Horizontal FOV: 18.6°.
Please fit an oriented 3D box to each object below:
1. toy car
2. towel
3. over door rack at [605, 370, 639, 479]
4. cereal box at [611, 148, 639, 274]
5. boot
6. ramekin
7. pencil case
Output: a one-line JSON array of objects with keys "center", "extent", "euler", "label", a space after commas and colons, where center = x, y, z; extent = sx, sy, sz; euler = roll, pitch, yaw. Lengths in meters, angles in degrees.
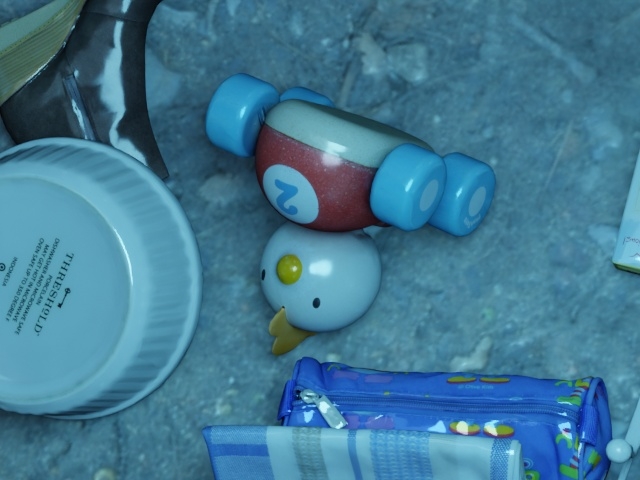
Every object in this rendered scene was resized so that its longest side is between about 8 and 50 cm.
[{"center": [0.000, 0.000, 1.767], "extent": [0.219, 0.210, 0.238], "euler": [24, 99, 26], "label": "toy car"}, {"center": [0.049, 0.242, 1.714], "extent": [0.285, 0.209, 0.034], "euler": [2, 43, 14], "label": "towel"}, {"center": [0.340, 0.264, 1.628], "extent": [0.239, 0.108, 0.324], "euler": [16, 59, 16], "label": "over door rack"}, {"center": [0.375, -0.070, 1.760], "extent": [0.173, 0.047, 0.240], "euler": [14, 85, 14], "label": "cereal box"}, {"center": [-0.192, -0.155, 1.904], "extent": [0.248, 0.090, 0.207], "euler": [-28, 88, 4], "label": "boot"}, {"center": [-0.254, 0.040, 1.814], "extent": [0.273, 0.127, 0.273], "euler": [1, 94, 14], "label": "ramekin"}, {"center": [0.105, 0.169, 1.738], "extent": [0.306, 0.133, 0.119], "euler": [4, 68, 12], "label": "pencil case"}]
